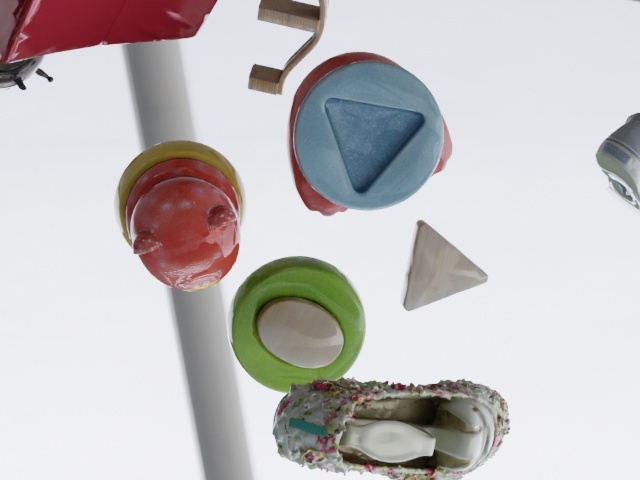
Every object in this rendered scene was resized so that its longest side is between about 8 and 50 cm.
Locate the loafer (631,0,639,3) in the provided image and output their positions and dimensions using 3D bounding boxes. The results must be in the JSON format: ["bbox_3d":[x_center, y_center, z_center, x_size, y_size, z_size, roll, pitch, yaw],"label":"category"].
[{"bbox_3d":[0.222,-0.272,1.002,0.109,0.095,0.302,-45,-163,54],"label":"loafer"}]

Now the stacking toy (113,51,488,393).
[{"bbox_3d":[0.000,0.000,1.311,0.309,0.279,0.130,-30,-164,1],"label":"stacking toy"}]

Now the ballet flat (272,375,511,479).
[{"bbox_3d":[0.072,0.150,1.122,0.241,0.091,0.077,3,-174,-38],"label":"ballet flat"}]

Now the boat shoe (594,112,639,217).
[{"bbox_3d":[0.373,-0.079,1.681,0.079,0.081,0.227,39,178,26],"label":"boat shoe"}]

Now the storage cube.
[{"bbox_3d":[-0.175,-0.277,1.155,0.184,0.215,0.193,-14,159,-33],"label":"storage cube"}]

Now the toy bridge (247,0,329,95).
[{"bbox_3d":[-0.026,-0.208,1.363,0.063,0.188,0.026,12,-136,2],"label":"toy bridge"}]

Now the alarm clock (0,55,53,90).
[{"bbox_3d":[-0.388,-0.255,1.703,0.129,0.192,0.064,-28,-172,-30],"label":"alarm clock"}]
